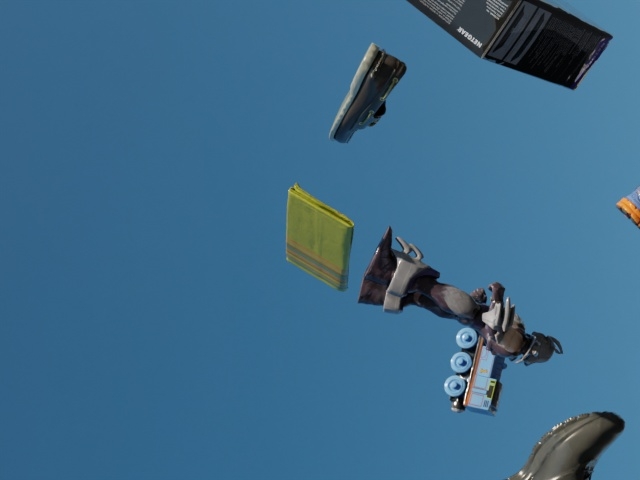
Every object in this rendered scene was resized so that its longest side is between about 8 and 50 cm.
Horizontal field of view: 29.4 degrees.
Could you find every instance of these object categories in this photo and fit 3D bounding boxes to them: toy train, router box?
[{"bbox_3d":[0.307,0.249,2.359,0.080,0.105,0.184,49,-126,-63],"label":"toy train"},{"bbox_3d":[0.146,-0.297,1.349,0.309,0.081,0.243,44,-158,28],"label":"router box"}]

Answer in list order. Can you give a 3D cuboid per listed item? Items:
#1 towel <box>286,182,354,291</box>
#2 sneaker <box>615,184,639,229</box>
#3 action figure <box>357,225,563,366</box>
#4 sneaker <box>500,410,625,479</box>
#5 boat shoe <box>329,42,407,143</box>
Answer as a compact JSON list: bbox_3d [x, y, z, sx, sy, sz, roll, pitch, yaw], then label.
[{"bbox_3d":[0.000,0.000,1.682,0.102,0.237,0.021,30,-111,10],"label":"towel"},{"bbox_3d":[0.561,-0.031,1.903,0.221,0.087,0.083,25,-159,-37],"label":"sneaker"},{"bbox_3d":[0.194,0.090,1.622,0.285,0.185,0.099,25,-103,1],"label":"action figure"},{"bbox_3d":[0.336,0.359,1.740,0.109,0.286,0.130,20,-152,-52],"label":"sneaker"},{"bbox_3d":[0.072,-0.217,1.924,0.069,0.228,0.081,25,-122,-1],"label":"boat shoe"}]
